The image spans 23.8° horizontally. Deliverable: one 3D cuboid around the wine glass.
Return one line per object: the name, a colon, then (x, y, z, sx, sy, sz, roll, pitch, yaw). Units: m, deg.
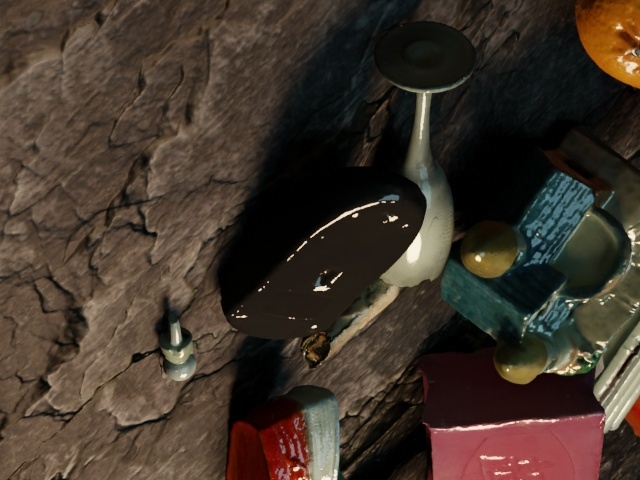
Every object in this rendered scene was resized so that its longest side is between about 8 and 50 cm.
wine glass: (0.168, -0.112, 1.585, 0.264, 0.096, 0.309, -27, 145, -21)

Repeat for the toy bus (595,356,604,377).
toy bus: (0.315, 0.110, 2.022, 0.092, 0.106, 0.268, -41, 148, -12)

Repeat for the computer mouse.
computer mouse: (0.000, 0.000, 1.528, 0.137, 0.086, 0.269, 10, 139, -34)

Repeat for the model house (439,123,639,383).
model house: (0.252, 0.029, 1.704, 0.267, 0.194, 0.325, -55, 162, 17)

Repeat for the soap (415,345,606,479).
soap: (0.254, 0.283, 2.051, 0.233, 0.128, 0.359, -5, 143, 3)

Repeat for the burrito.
burrito: (0.032, 0.087, 1.721, 0.149, 0.041, 0.055, -45, 162, 1)

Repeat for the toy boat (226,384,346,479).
toy boat: (-0.024, 0.276, 1.770, 0.133, 0.145, 0.332, -18, 146, -20)

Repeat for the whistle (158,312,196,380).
whistle: (-0.146, 0.110, 1.545, 0.035, 0.035, 0.100, -30, 145, -23)

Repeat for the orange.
orange: (0.360, -0.242, 1.583, 0.193, 0.193, 0.161, 92, 8, -49)

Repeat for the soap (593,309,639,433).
soap: (0.449, 0.167, 2.270, 0.150, 0.094, 0.261, -3, 129, -55)

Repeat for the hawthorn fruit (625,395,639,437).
hawthorn fruit: (0.543, 0.239, 2.385, 0.157, 0.157, 0.194, -44, 164, -2)
